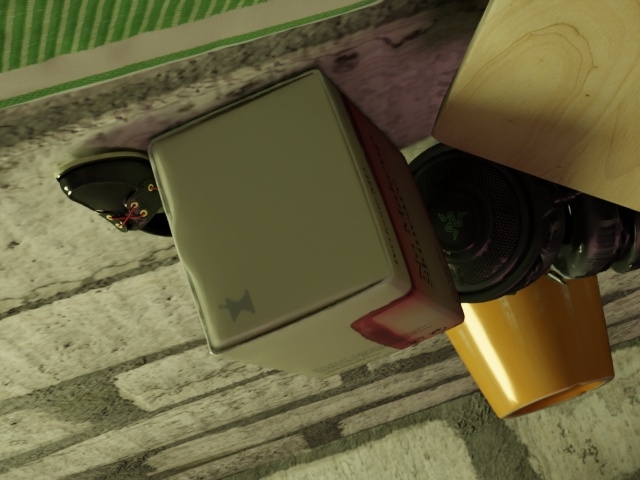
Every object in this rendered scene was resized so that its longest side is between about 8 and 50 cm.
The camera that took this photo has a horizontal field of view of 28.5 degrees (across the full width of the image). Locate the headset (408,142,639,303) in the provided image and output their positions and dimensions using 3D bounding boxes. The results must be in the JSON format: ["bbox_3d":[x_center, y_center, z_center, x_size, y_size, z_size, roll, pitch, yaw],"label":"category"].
[{"bbox_3d":[0.182,0.002,1.028,0.243,0.185,0.394,-9,173,-33],"label":"headset"}]

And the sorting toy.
[{"bbox_3d":[0.215,-0.100,0.689,0.255,0.089,0.257,19,161,0],"label":"sorting toy"}]

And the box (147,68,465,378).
[{"bbox_3d":[0.000,0.000,0.870,0.126,0.149,0.232,-23,165,12],"label":"box"}]

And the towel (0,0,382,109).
[{"bbox_3d":[-0.040,-0.160,0.486,0.247,0.038,0.325,-17,163,-13],"label":"towel"}]

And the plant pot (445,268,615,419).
[{"bbox_3d":[0.215,0.079,1.327,0.205,0.188,0.205,-18,165,-5],"label":"plant pot"}]

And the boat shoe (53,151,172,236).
[{"bbox_3d":[-0.122,-0.029,0.830,0.049,0.042,0.133,-23,163,23],"label":"boat shoe"}]
